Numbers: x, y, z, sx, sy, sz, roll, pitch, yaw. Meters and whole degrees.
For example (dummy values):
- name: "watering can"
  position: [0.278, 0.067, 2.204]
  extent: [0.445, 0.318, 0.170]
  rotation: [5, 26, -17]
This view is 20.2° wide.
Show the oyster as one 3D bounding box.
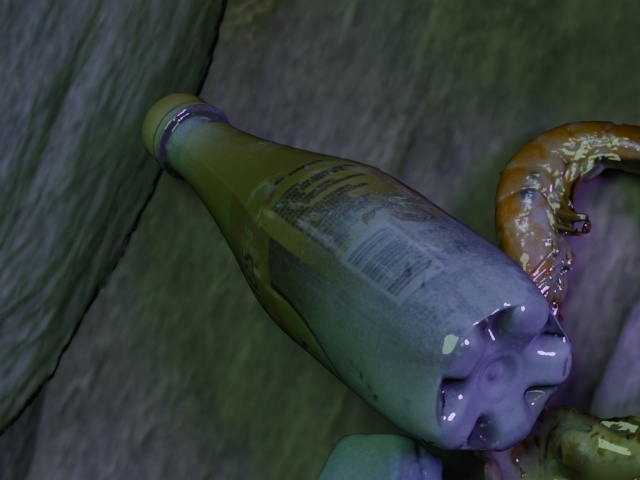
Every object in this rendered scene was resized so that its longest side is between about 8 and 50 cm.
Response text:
- name: "oyster"
  position: [0.108, 0.086, 0.716]
  extent: [0.080, 0.038, 0.083]
  rotation: [-39, 34, -1]

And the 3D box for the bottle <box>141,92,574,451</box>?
- name: "bottle"
  position: [0.000, 0.000, 0.783]
  extent: [0.083, 0.083, 0.269]
  rotation: [-50, 42, -2]

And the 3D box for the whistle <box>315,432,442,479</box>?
- name: "whistle"
  position: [-0.011, 0.202, 0.682]
  extent: [0.186, 0.093, 0.274]
  rotation: [-13, 53, 53]

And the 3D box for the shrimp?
- name: "shrimp"
  position: [0.111, 0.007, 0.754]
  extent: [0.091, 0.025, 0.127]
  rotation: [5, 72, 26]
